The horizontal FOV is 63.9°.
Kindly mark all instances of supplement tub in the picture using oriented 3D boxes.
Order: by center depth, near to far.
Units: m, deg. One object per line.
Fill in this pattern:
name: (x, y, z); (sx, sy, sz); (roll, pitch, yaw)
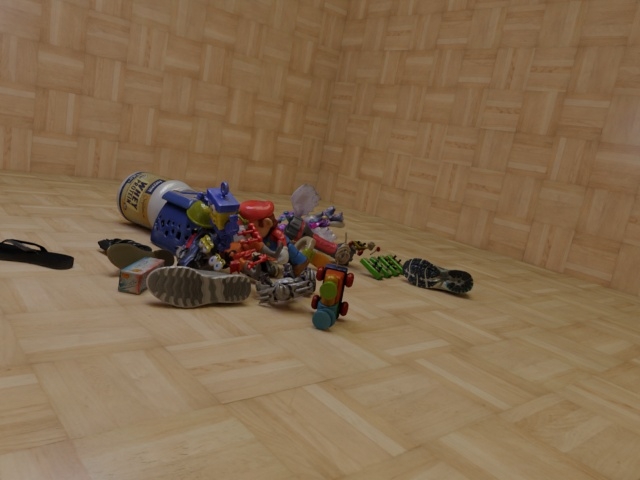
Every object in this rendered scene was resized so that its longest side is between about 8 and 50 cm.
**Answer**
supplement tub: (-0.660, -0.150, 2.121); (0.316, 0.228, 0.228); (17, 12, 33)

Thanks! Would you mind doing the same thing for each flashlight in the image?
flashlight: (0.000, 0.000, 2.097); (0.304, 0.103, 0.103); (25, 10, -11)

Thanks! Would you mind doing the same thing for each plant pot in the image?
plant pot: (-0.468, -0.068, 1.919); (0.236, 0.212, 0.236); (0, 16, -45)

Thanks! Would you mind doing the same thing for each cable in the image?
cable: (-0.640, 0.031, 1.709); (0.184, 0.047, 0.150); (15, 6, 36)

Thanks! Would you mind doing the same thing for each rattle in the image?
rattle: (-0.064, 0.062, 2.026); (0.142, 0.130, 0.199); (19, -24, -33)

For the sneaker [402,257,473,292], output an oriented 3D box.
sneaker: (0.461, 0.152, 2.030); (0.283, 0.110, 0.122); (17, -5, 21)

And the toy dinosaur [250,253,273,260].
toy dinosaur: (-0.196, 0.065, 1.965); (0.183, 0.053, 0.093); (2, 27, -5)

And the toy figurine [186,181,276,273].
toy figurine: (-0.277, -0.094, 1.537); (0.191, 0.217, 0.362); (-12, 40, -25)

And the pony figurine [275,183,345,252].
pony figurine: (-0.055, -0.074, 2.336); (0.351, 0.303, 0.363); (-22, -8, 37)

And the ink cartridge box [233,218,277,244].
ink cartridge box: (-0.306, -0.034, 2.164); (0.158, 0.092, 0.218); (16, 20, 29)

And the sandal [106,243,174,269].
sandal: (-0.564, 0.065, 1.568); (0.079, 0.088, 0.240); (-20, -14, 31)

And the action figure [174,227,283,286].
action figure: (-0.323, 0.074, 1.623); (0.330, 0.179, 0.341); (7, 36, 17)

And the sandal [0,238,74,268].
sandal: (-0.836, 0.029, 1.479); (0.254, 0.055, 0.097); (10, 11, -2)

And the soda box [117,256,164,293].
soda box: (-0.500, 0.096, 1.442); (0.062, 0.058, 0.183); (10, 10, 1)

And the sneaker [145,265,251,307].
sneaker: (-0.336, 0.129, 1.391); (0.281, 0.105, 0.115); (11, -7, -34)

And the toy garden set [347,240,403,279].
toy garden set: (0.241, 0.064, 2.115); (0.204, 0.049, 0.244); (46, 27, 25)

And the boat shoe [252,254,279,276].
boat shoe: (-0.200, 0.083, 1.800); (0.049, 0.056, 0.152); (8, 10, -41)

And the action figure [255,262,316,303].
action figure: (-0.094, 0.127, 1.531); (0.185, 0.099, 0.285); (-2, 2, 10)

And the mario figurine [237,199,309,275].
mario figurine: (-0.191, 0.000, 1.806); (0.198, 0.320, 0.170); (-16, 33, 41)

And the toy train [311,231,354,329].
toy train: (0.032, 0.109, 1.382); (0.105, 0.248, 0.143); (12, 15, 8)
